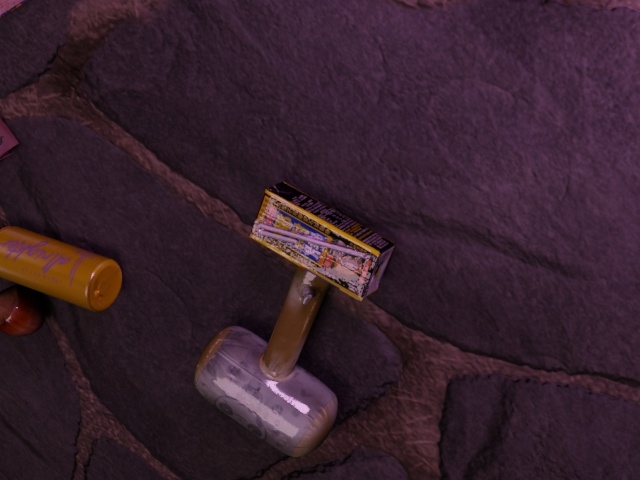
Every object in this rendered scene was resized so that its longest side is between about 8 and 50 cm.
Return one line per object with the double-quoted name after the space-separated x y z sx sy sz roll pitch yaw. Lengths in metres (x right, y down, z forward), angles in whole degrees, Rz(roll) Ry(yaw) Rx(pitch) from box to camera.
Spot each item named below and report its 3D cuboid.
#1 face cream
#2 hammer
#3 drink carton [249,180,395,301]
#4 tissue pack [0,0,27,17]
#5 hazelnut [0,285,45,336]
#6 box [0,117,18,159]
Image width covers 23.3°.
-0.411 0.028 2.215 0.273 0.078 0.078 18 133 28 "face cream"
-0.041 0.131 1.994 0.202 0.113 0.305 32 130 10 "hammer"
0.000 0.000 1.861 0.166 0.056 0.071 29 115 17 "drink carton"
-0.408 -0.298 1.937 0.063 0.083 0.035 1 121 39 "tissue pack"
-0.451 0.106 2.320 0.086 0.086 0.086 22 134 24 "hazelnut"
-0.500 -0.163 2.145 0.111 0.060 0.156 -23 108 46 "box"
